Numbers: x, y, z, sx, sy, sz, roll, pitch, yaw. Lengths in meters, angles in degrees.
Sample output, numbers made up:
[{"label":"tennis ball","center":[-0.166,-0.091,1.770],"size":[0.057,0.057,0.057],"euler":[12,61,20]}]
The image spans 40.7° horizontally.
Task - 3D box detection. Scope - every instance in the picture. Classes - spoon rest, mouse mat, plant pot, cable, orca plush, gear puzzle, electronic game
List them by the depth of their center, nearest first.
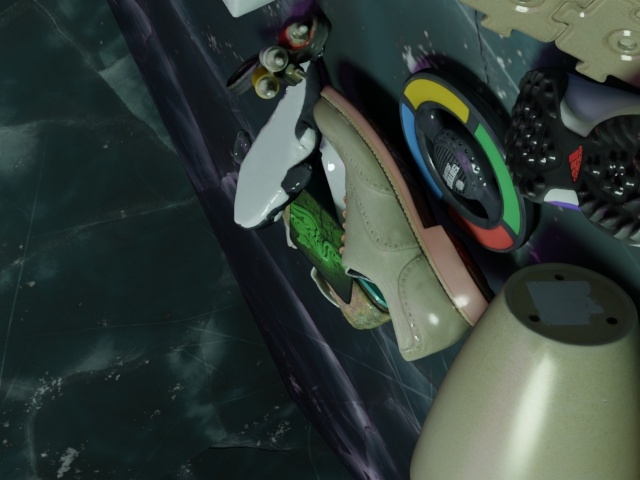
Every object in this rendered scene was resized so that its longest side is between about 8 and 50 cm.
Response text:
[{"label":"gear puzzle","center":[0.111,-0.213,0.553],"size":[0.339,0.044,0.175],"euler":[24,160,-5]},{"label":"plant pot","center":[0.232,0.168,0.905],"size":[0.256,0.256,0.274],"euler":[46,145,44]},{"label":"electronic game","center":[0.160,-0.087,0.971],"size":[0.229,0.048,0.229],"euler":[54,165,22]},{"label":"cable","center":[-0.076,-0.267,1.234],"size":[0.072,0.139,0.287],"euler":[31,179,-27]},{"label":"orca plush","center":[-0.043,-0.149,1.295],"size":[0.151,0.287,0.102],"euler":[6,176,35]},{"label":"spoon rest","center":[0.062,-0.044,1.338],"size":[0.276,0.084,0.137],"euler":[64,166,-20]},{"label":"mouse mat","center":[0.000,0.000,1.410],"size":[0.190,0.007,0.152],"euler":[49,150,36]}]

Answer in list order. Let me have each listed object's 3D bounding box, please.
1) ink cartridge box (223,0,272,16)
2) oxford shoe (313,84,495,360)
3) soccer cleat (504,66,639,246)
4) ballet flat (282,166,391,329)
[{"label":"ink cartridge box","center":[-0.036,-0.375,0.753],"size":[0.198,0.197,0.270],"euler":[58,166,7]},{"label":"oxford shoe","center":[0.067,-0.033,1.101],"size":[0.140,0.146,0.397],"euler":[32,-154,-57]},{"label":"soccer cleat","center":[0.233,-0.066,0.662],"size":[0.318,0.116,0.108],"euler":[-114,31,-72]},{"label":"ballet flat","center":[0.008,0.009,1.533],"size":[0.348,0.123,0.123],"euler":[55,166,7]}]
